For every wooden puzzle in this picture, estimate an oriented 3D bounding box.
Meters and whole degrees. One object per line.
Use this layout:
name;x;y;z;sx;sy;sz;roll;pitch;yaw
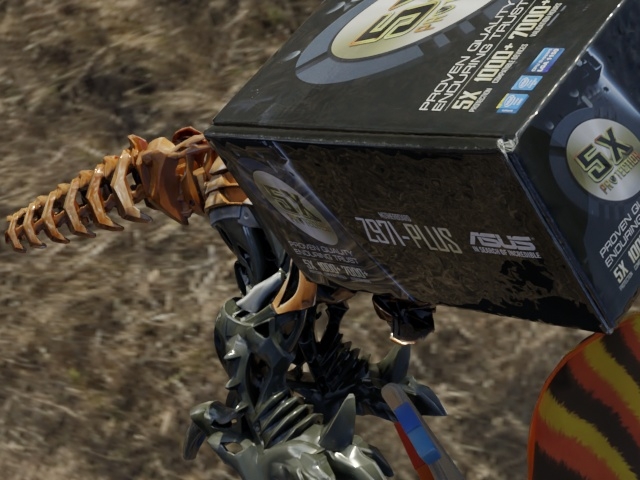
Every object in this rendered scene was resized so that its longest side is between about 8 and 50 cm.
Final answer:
wooden puzzle;0.048;0.092;0.530;0.014;0.078;0.116;-33;125;1

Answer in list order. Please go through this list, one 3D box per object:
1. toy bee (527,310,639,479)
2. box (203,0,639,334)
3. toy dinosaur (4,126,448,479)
toy bee;0.109;0.173;0.645;0.195;0.162;0.298;32;67;-44
box;0.075;-0.066;0.516;0.180;0.147;0.077;-49;122;-23
toy dinosaur;0.000;0.000;0.775;0.164;0.322;0.218;-17;108;-50
